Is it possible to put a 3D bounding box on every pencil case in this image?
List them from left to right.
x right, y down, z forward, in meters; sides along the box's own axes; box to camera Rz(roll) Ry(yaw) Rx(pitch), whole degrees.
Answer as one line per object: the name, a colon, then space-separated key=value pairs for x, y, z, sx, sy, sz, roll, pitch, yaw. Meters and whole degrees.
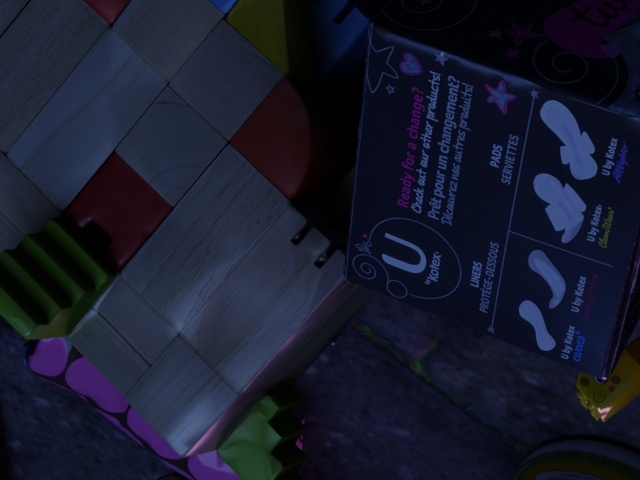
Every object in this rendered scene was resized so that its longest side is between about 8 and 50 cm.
pencil case: x=-0.106 y=0.108 z=1.368 sx=0.209 sy=0.095 sz=0.098 roll=33 pitch=136 yaw=0

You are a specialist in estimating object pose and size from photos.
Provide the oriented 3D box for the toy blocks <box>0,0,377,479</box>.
toy blocks: x=-0.076 y=-0.074 z=1.090 sx=0.381 sy=0.191 sz=0.261 roll=44 pitch=102 yaw=13

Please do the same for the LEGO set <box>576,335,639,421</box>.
LEGO set: x=0.164 y=0.038 z=1.070 sx=0.227 sy=0.093 sz=0.087 roll=49 pitch=176 yaw=38

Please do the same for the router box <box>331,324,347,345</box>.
router box: x=0.000 y=0.000 z=1.242 sx=0.092 sy=0.038 sz=0.122 roll=34 pitch=137 yaw=1

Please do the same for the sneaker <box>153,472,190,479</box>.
sneaker: x=-0.045 y=0.313 z=1.500 sx=0.384 sy=0.145 sz=0.147 roll=78 pitch=166 yaw=-48

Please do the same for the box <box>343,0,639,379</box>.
box: x=0.125 y=-0.087 z=0.933 sx=0.142 sy=0.247 sz=0.163 roll=19 pitch=134 yaw=16

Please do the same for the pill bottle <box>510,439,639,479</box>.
pill bottle: x=0.143 y=0.253 z=1.221 sx=0.136 sy=0.245 sz=0.136 roll=17 pitch=134 yaw=19
